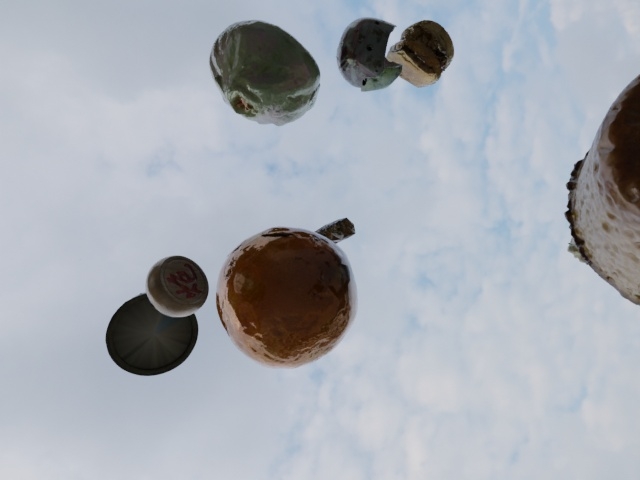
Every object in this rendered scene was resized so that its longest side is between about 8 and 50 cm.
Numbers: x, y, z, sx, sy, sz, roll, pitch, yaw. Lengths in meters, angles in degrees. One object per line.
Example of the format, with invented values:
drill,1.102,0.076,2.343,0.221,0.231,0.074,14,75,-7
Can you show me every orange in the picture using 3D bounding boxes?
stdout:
orange,-0.056,0.092,0.718,0.246,0.246,0.245,2,-93,-30

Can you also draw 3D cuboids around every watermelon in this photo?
watermelon,0.148,-0.523,1.261,0.121,0.098,0.158,-27,-110,-18

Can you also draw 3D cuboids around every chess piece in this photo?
chess piece,-0.189,0.060,0.552,0.084,0.038,0.083,37,-143,-34

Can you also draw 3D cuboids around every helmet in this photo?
helmet,0.092,-0.466,1.011,0.107,0.177,0.152,18,-98,-26

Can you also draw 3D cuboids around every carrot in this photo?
carrot,-0.001,-0.001,1.141,0.069,0.229,0.068,22,-124,-37

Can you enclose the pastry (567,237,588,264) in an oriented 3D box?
pastry,0.458,0.030,0.584,0.259,0.089,0.121,28,-92,-2

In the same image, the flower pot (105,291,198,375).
flower pot,-0.454,0.223,1.098,0.213,0.203,0.212,-3,-85,-30

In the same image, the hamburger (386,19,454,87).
hamburger,0.385,-0.709,1.594,0.244,0.244,0.163,32,-90,-25

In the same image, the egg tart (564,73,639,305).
egg tart,0.299,-0.050,0.308,0.171,0.215,0.215,25,-106,-52

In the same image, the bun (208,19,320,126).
bun,-0.152,-0.391,1.055,0.293,0.293,0.187,26,-111,-26
